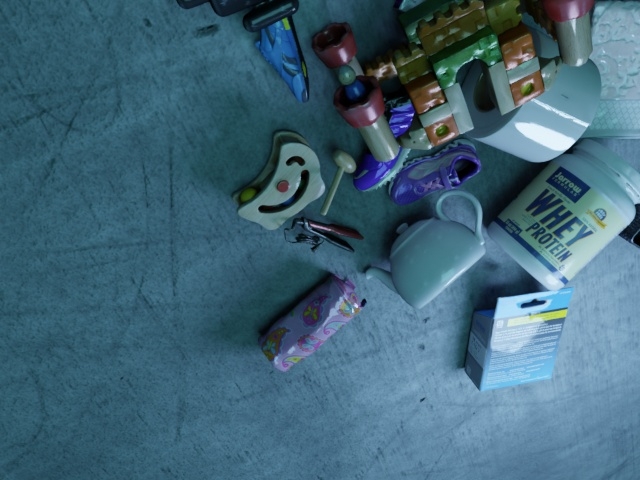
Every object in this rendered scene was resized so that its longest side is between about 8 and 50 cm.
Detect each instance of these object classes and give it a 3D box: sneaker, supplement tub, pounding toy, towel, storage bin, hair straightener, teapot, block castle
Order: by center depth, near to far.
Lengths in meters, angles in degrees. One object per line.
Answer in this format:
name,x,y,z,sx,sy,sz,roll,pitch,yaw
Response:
block castle,0.221,-0.372,0.996,0.453,0.303,0.213,-25,136,12
sneaker,-0.079,-0.371,1.103,0.082,0.069,0.209,-13,123,10
pounding toy,-0.064,-0.129,1.181,0.270,0.155,0.154,-37,126,6
sneaker,0.143,-0.250,1.214,0.146,0.102,0.293,34,100,-24
sneaker,0.274,-0.150,1.295,0.236,0.104,0.095,-29,123,2
hair straightener,0.000,0.000,1.297,0.230,0.047,0.089,11,118,-45
towel,0.760,-0.393,1.303,0.332,0.053,0.316,-1,118,-7
teapot,0.262,0.028,1.343,0.256,0.187,0.252,-36,167,-17
supplement tub,0.604,-0.062,1.359,0.235,0.235,0.325,35,104,-28
storage bin,0.925,-0.063,1.537,0.122,0.084,0.180,25,110,-26

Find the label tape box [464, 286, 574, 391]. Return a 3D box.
label tape box,0.568,0.263,1.603,0.241,0.106,0.333,-6,118,-13

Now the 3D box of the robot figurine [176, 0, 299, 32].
robot figurine,-0.133,-0.496,0.948,0.278,0.173,0.209,-23,162,-2

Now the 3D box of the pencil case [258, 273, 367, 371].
pencil case,-0.024,0.207,1.403,0.284,0.124,0.124,-42,120,8

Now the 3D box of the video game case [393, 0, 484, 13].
video game case,0.292,-0.536,1.124,0.210,0.042,0.232,18,112,-23

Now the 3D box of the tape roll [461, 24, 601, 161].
tape roll,0.434,-0.307,1.173,0.169,0.246,0.246,16,112,-22
